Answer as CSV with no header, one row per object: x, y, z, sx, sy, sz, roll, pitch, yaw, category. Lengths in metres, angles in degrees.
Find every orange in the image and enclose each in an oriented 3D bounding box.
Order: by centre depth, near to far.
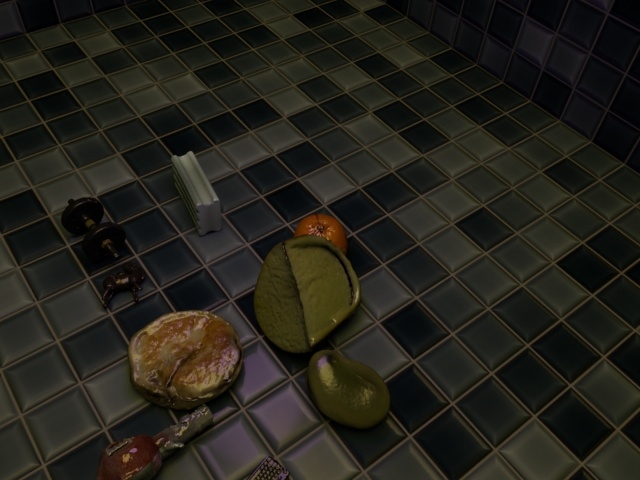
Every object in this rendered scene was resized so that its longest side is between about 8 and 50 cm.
0.000,0.000,2.002,0.193,0.161,0.194,5,47,-6,orange

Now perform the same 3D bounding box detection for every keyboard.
-0.182,0.661,1.520,0.087,0.017,0.250,32,54,23,keyboard

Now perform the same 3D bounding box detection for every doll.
-0.624,0.130,1.915,0.138,0.057,0.165,-11,43,-11,doll

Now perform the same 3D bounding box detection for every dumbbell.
-0.749,-0.040,1.990,0.143,0.143,0.325,-32,59,-27,dumbbell

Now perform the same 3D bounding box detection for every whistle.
-0.431,0.533,1.544,0.346,0.142,0.134,-28,82,-35,whistle

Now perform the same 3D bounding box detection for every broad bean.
0.071,0.415,1.682,0.263,0.121,0.189,28,57,16,broad bean

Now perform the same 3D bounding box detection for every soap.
-0.434,-0.166,2.110,0.087,0.160,0.266,-19,53,-20,soap

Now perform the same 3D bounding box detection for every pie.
-0.389,0.337,1.744,0.338,0.077,0.339,0,49,0,pie

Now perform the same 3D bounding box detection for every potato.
-0.041,0.157,1.857,0.279,0.212,0.331,-12,84,-44,potato
